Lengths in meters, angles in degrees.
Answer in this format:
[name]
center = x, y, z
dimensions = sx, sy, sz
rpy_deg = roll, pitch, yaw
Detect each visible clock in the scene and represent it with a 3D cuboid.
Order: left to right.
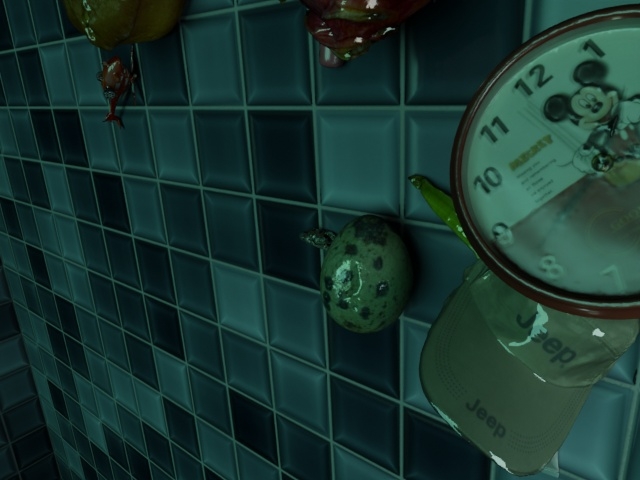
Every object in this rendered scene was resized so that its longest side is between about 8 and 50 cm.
[clock]
center = 0.292, -0.079, 0.508
dimensions = 0.318, 0.080, 0.319
rpy_deg = -1, 88, 34

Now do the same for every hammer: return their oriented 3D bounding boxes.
[hammer]
center = 0.018, -0.296, 0.723
dimensions = 0.043, 0.043, 0.084
rpy_deg = 25, 122, 33

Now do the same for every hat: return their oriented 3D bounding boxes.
[hat]
center = 0.248, 0.120, 0.555
dimensions = 0.214, 0.245, 0.149
rpy_deg = 36, 136, 6

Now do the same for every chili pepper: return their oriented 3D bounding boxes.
[chili pepper]
center = 0.194, -0.023, 0.674
dimensions = 0.043, 0.049, 0.208
rpy_deg = -37, 75, 10

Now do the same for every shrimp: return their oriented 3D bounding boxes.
[shrimp]
center = 0.003, -0.002, 0.862
dimensions = 0.092, 0.029, 0.038
rpy_deg = 26, 114, 26

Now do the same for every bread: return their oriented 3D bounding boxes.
[bread]
center = -0.377, -0.508, 0.911
dimensions = 0.312, 0.172, 0.313
rpy_deg = 18, 116, 41

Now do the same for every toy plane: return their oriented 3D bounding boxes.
[toy plane]
center = -0.471, -0.344, 1.123
dimensions = 0.194, 0.077, 0.126
rpy_deg = -21, 83, 53

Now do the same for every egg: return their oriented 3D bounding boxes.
[egg]
center = 0.070, 0.051, 0.743
dimensions = 0.141, 0.141, 0.182
rpy_deg = 16, 107, 37

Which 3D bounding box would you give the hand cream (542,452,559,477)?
[hand cream]
center = 0.307, 0.237, 0.681
dimensions = 0.052, 0.038, 0.217
rpy_deg = 35, 137, 57

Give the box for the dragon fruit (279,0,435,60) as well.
[dragon fruit]
center = 0.061, -0.371, 0.526
dimensions = 0.250, 0.250, 0.315
rpy_deg = 53, 140, 13
